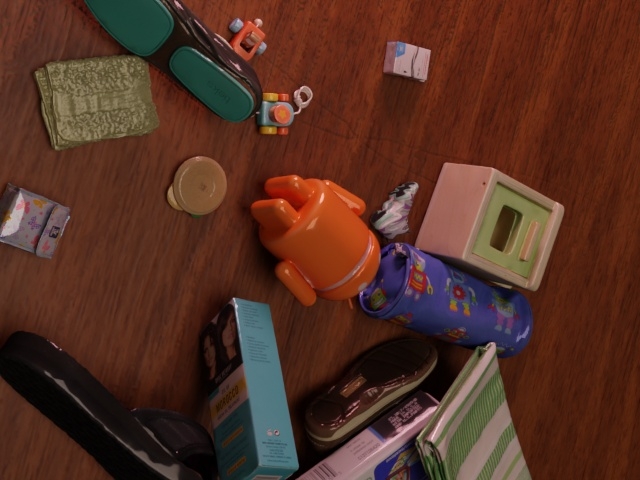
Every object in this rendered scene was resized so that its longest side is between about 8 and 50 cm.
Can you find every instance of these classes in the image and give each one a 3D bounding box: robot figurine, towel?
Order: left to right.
[{"bbox_3d":[-0.279,-0.178,1.154,0.148,0.027,0.110,-16,105,-30],"label":"towel"},{"bbox_3d":[0.001,-0.002,1.304,0.128,0.158,0.219,-33,121,19],"label":"robot figurine"},{"bbox_3d":[0.255,0.353,1.444,0.248,0.038,0.325,-47,127,-41],"label":"towel"}]

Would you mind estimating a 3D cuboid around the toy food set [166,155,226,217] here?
[{"bbox_3d":[-0.165,-0.073,1.249,0.082,0.020,0.083,23,84,-34],"label":"toy food set"}]

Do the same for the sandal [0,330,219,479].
[{"bbox_3d":[-0.221,0.254,1.188,0.446,0.167,0.107,53,52,-28],"label":"sandal"}]

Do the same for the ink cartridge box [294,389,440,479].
[{"bbox_3d":[0.073,0.424,1.435,0.303,0.072,0.307,-32,137,-26],"label":"ink cartridge box"}]

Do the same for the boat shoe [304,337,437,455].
[{"bbox_3d":[0.078,0.244,1.429,0.257,0.095,0.095,-27,135,-28],"label":"boat shoe"}]

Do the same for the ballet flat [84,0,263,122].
[{"bbox_3d":[-0.186,-0.259,1.160,0.280,0.095,0.096,43,32,-23],"label":"ballet flat"}]

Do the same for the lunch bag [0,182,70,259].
[{"bbox_3d":[-0.351,-0.022,1.118,0.083,0.053,0.071,29,83,-42],"label":"lunch bag"}]

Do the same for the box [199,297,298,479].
[{"bbox_3d":[-0.098,0.205,1.207,0.060,0.100,0.244,14,46,-33],"label":"box"}]

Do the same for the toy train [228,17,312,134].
[{"bbox_3d":[-0.075,-0.221,1.268,0.166,0.046,0.125,43,74,-30],"label":"toy train"}]

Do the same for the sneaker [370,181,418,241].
[{"bbox_3d":[0.128,-0.040,1.438,0.098,0.038,0.069,-44,120,-9],"label":"sneaker"}]

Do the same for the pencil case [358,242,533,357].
[{"bbox_3d":[0.200,0.095,1.456,0.306,0.119,0.133,21,55,-33],"label":"pencil case"}]

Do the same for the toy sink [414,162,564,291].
[{"bbox_3d":[0.296,-0.011,1.492,0.234,0.131,0.153,24,85,-34],"label":"toy sink"}]

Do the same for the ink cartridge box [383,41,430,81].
[{"bbox_3d":[0.140,-0.274,1.410,0.083,0.028,0.048,5,95,-34],"label":"ink cartridge box"}]
